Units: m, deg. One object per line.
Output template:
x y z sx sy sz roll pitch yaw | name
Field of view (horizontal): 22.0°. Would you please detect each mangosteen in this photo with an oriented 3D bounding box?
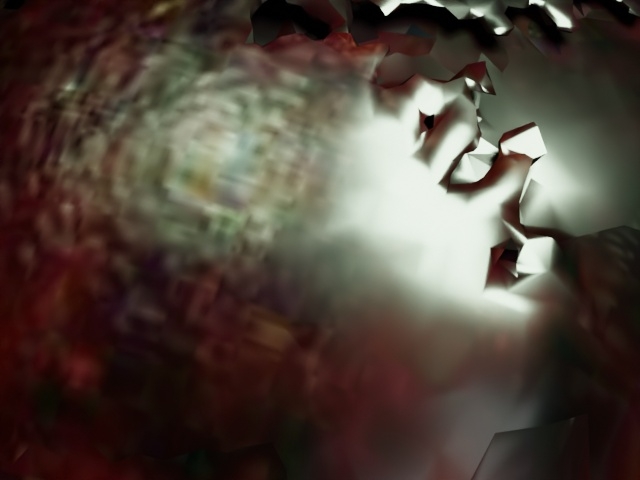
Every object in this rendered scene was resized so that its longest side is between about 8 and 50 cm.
0.013 0.014 0.540 0.381 0.381 0.421 22 92 -40 | mangosteen
